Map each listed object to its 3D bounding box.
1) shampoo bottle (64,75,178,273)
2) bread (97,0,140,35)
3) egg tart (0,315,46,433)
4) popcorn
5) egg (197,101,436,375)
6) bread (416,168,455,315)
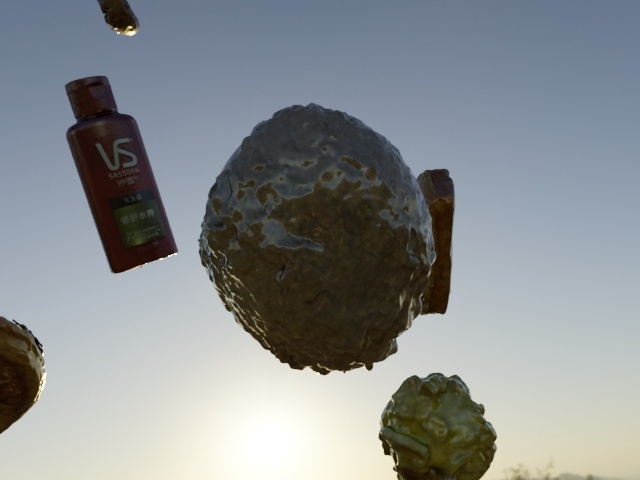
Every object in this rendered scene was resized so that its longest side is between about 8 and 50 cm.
[{"bbox_3d":[-0.333,-0.107,0.973,0.118,0.315,0.076,-19,7,-28],"label":"shampoo bottle"},{"bbox_3d":[-0.416,-0.469,1.210,0.060,0.082,0.113,-24,-49,-3],"label":"bread"},{"bbox_3d":[-0.798,0.278,1.206,0.442,0.178,0.443,-21,-43,-21],"label":"egg tart"},{"bbox_3d":[0.195,0.349,1.044,0.216,0.181,0.235,-34,-52,-3],"label":"popcorn"},{"bbox_3d":[0.000,0.000,0.671,0.279,0.279,0.311,-14,-63,13],"label":"egg"},{"bbox_3d":[0.205,0.011,1.088,0.077,0.139,0.271,1,-54,5],"label":"bread"}]
